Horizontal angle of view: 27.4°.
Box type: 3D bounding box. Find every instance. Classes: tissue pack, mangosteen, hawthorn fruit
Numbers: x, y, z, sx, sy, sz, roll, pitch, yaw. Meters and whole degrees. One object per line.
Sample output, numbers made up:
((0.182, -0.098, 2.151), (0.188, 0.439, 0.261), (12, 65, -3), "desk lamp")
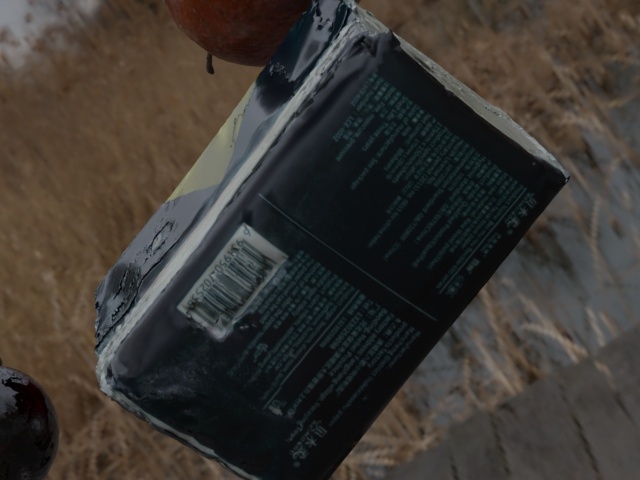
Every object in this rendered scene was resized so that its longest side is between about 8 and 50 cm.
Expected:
((0.000, 0.000, 1.252), (0.416, 0.264, 0.253), (-53, 18, 14), "tissue pack")
((-0.321, 0.178, 1.244), (0.152, 0.152, 0.152), (-35, 10, 7), "mangosteen")
((-0.064, -0.291, 1.396), (0.235, 0.231, 0.263), (0, -72, -60), "hawthorn fruit")
